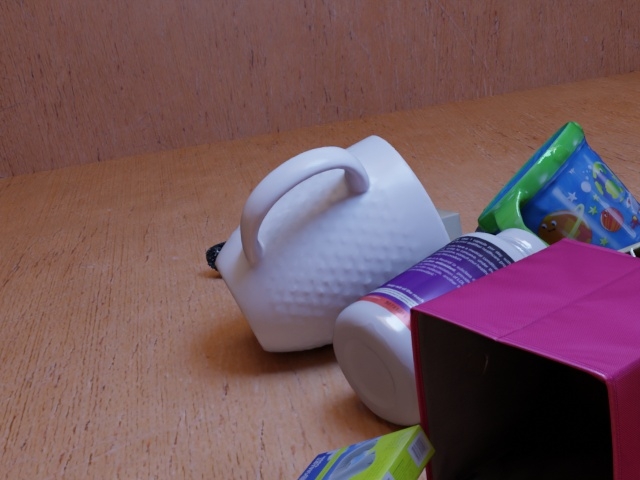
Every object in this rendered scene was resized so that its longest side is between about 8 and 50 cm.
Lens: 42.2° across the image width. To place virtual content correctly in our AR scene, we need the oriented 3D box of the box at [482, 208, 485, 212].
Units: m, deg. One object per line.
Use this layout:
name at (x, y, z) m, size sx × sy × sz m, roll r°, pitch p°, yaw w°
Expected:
box at (0.411, -0.044, 1.765) m, size 0.137 × 0.027 × 0.094 m, roll -2°, pitch 20°, yaw 18°

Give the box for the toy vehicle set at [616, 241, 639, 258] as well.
toy vehicle set at (0.468, 0.104, 1.055) m, size 0.166 × 0.035 × 0.266 m, roll -25°, pitch 45°, yaw 20°

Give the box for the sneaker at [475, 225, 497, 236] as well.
sneaker at (0.340, 0.013, 1.567) m, size 0.087 × 0.130 × 0.227 m, roll 30°, pitch 56°, yaw -4°

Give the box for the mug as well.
mug at (0.000, 0.000, 1.313) m, size 0.328 × 0.374 × 0.276 m, roll -30°, pitch 55°, yaw -7°

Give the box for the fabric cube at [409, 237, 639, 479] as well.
fabric cube at (0.283, 0.172, 0.889) m, size 0.258 × 0.254 × 0.259 m, roll -19°, pitch 22°, yaw -32°

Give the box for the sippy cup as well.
sippy cup at (0.429, -0.046, 1.421) m, size 0.305 × 0.224 × 0.240 m, roll -47°, pitch -3°, yaw -13°

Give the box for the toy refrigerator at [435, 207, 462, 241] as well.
toy refrigerator at (0.137, 0.017, 1.616) m, size 0.270 × 0.094 × 0.102 m, roll -15°, pitch 14°, yaw -21°

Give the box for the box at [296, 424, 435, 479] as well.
box at (0.031, 0.268, 0.922) m, size 0.178 × 0.042 × 0.109 m, roll -28°, pitch 6°, yaw 36°

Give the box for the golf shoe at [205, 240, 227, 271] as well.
golf shoe at (-0.142, 0.028, 1.741) m, size 0.198 × 0.077 × 0.094 m, roll -4°, pitch 8°, yaw -9°

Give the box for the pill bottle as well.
pill bottle at (0.186, 0.106, 1.163) m, size 0.323 × 0.181 × 0.182 m, roll -29°, pitch 28°, yaw -29°
